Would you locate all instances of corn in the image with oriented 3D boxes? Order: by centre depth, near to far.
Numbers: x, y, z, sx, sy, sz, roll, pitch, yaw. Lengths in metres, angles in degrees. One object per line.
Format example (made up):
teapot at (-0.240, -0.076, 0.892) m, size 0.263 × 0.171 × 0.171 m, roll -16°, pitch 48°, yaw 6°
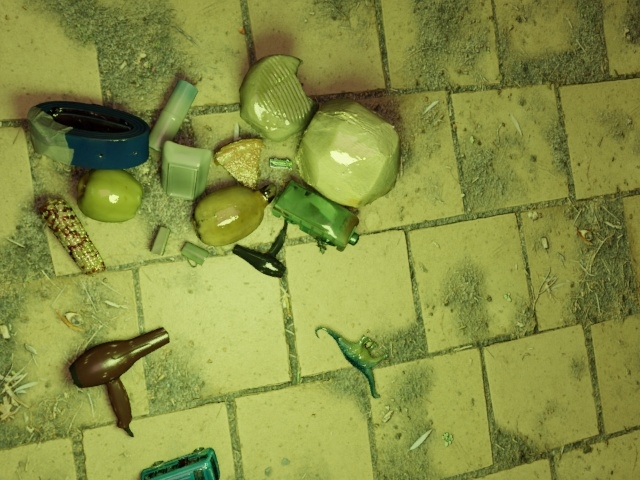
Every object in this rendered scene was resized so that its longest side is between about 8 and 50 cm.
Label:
corn at (-0.788, -0.007, 1.615) m, size 0.092 × 0.092 × 0.281 m, roll -31°, pitch 99°, yaw -12°

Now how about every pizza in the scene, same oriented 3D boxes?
pizza at (-0.265, -0.251, 1.763) m, size 0.188 × 0.062 × 0.199 m, roll -17°, pitch 101°, yaw -11°

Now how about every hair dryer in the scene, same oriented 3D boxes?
hair dryer at (-0.618, 0.478, 1.663) m, size 0.312 × 0.123 × 0.341 m, roll -19°, pitch 105°, yaw -24°
hair dryer at (-0.179, 0.007, 1.788) m, size 0.195 × 0.075 × 0.219 m, roll 28°, pitch 73°, yaw -3°

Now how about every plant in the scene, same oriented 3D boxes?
plant at (0.000, 0.000, 1.827) m, size 0.051 × 0.051 × 0.102 m, roll -2°, pitch 85°, yaw -14°

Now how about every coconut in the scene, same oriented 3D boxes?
coconut at (0.107, -0.283, 1.709) m, size 0.360 × 0.346 × 0.347 m, roll 31°, pitch 82°, yaw -4°

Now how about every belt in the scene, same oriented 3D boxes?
belt at (-0.709, -0.322, 1.567) m, size 0.346 × 0.213 × 0.117 m, roll 10°, pitch 130°, yaw -8°

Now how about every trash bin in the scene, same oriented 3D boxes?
trash bin at (-0.531, 0.002, 1.692) m, size 0.042 × 0.061 × 0.092 m, roll 20°, pitch 83°, yaw -12°

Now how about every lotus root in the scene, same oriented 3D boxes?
lotus root at (-0.280, -0.098, 1.699) m, size 0.309 × 0.183 × 0.183 m, roll -27°, pitch 96°, yaw -12°

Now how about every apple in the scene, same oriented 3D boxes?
apple at (-0.666, -0.143, 1.601) m, size 0.199 × 0.200 × 0.200 m, roll 0°, pitch 89°, yaw -14°

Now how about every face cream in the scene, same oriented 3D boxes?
face cream at (-0.497, -0.411, 1.696) m, size 0.077 × 0.077 × 0.250 m, roll 28°, pitch 84°, yaw -12°

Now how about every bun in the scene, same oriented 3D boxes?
bun at (-0.158, -0.471, 1.720) m, size 0.281 × 0.204 × 0.282 m, roll 2°, pitch 86°, yaw -28°

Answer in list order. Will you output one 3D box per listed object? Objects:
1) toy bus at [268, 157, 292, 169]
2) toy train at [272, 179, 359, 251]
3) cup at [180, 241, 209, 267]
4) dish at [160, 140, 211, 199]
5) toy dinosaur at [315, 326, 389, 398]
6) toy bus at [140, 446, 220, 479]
toy bus at (-0.142, -0.273, 1.806) m, size 0.083 × 0.031 × 0.037 m, roll 4°, pitch 98°, yaw -14°
toy train at (-0.010, -0.083, 1.739) m, size 0.326 × 0.159 × 0.129 m, roll 29°, pitch 76°, yaw 3°
cup at (-0.430, 0.049, 1.729) m, size 0.083 × 0.075 × 0.055 m, roll 29°, pitch 46°, yaw -8°
dish at (-0.441, -0.211, 1.639) m, size 0.151 × 0.212 × 0.077 m, roll 10°, pitch 52°, yaw -14°
toy dinosaur at (0.143, 0.412, 1.845) m, size 0.147 × 0.076 × 0.363 m, roll -42°, pitch 103°, yaw -4°
toy bus at (-0.457, 0.781, 1.665) m, size 0.246 × 0.134 × 0.114 m, roll -14°, pitch 93°, yaw -12°
